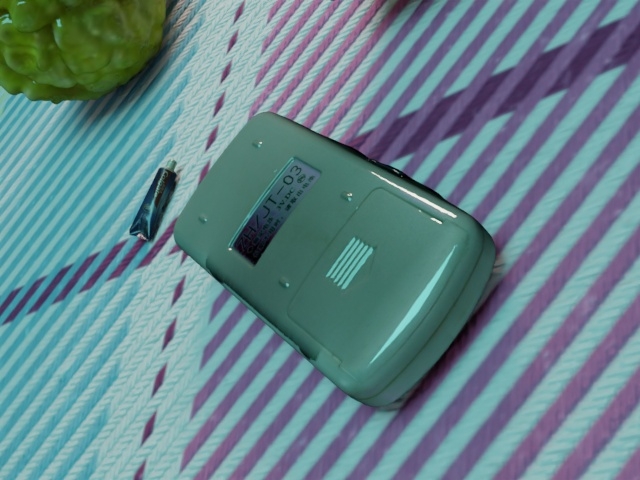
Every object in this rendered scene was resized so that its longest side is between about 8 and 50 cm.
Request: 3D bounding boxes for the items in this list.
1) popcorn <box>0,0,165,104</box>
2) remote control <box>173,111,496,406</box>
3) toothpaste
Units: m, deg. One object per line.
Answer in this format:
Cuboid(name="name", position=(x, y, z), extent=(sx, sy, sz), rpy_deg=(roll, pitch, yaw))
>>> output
Cuboid(name="popcorn", position=(-0.275, -0.264, 1.133), extent=(0.212, 0.259, 0.259), rpy_deg=(-49, 34, 30))
Cuboid(name="remote control", position=(0.000, 0.000, 0.737), extent=(0.140, 0.056, 0.296), rpy_deg=(-56, 38, -1))
Cuboid(name="toothpaste", position=(-0.151, -0.038, 0.963), extent=(0.027, 0.019, 0.083), rpy_deg=(12, 69, 25))
